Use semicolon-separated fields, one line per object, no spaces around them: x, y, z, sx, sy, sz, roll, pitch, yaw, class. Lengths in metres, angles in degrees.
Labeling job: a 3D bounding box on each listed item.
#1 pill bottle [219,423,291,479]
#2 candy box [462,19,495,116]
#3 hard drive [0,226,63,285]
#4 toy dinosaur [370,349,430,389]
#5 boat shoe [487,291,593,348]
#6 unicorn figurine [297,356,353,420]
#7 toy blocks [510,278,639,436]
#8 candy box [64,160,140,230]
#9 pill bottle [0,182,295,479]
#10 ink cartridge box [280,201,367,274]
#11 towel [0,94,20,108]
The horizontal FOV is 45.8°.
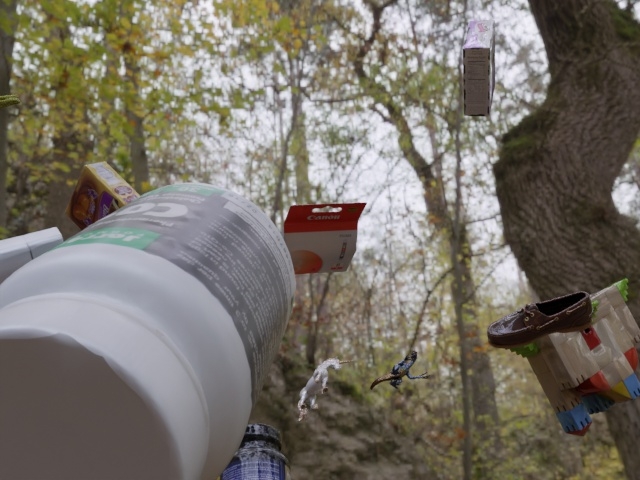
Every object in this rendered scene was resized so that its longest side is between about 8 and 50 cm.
-0.108;0.426;1.266;0.122;0.219;0.123;-3;-44;-3;pill bottle
0.417;-0.452;1.986;0.070;0.165;0.196;3;-50;17;candy box
-0.411;0.140;0.743;0.353;0.047;0.233;-17;-60;-25;hard drive
0.128;0.203;1.218;0.090;0.047;0.082;-8;7;17;toy dinosaur
0.418;0.147;1.459;0.206;0.073;0.073;-18;-55;5;boat shoe
-0.004;0.318;1.683;0.162;0.111;0.060;-42;-81;8;unicorn figurine
0.639;0.281;1.776;0.381;0.261;0.190;-22;-8;-34;toy blocks
-0.339;-0.032;1.275;0.053;0.186;0.109;-27;-26;-56;candy box
-0.140;0.083;0.599;0.204;0.204;0.361;-9;14;8;pill bottle
0.000;0.000;1.366;0.145;0.045;0.179;-3;-30;-18;ink cartridge box
-0.709;-0.232;1.474;0.237;0.021;0.102;-19;12;11;towel
